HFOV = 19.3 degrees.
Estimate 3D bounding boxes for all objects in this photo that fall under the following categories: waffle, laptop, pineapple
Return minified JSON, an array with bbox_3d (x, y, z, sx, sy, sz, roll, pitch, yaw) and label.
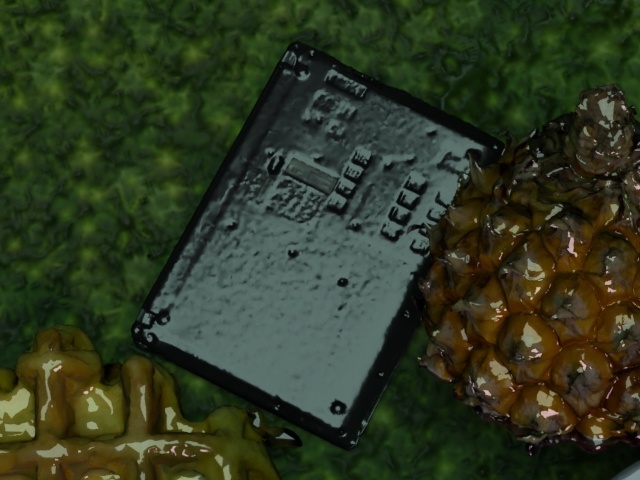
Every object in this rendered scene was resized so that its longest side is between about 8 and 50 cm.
[{"bbox_3d":[-0.116,0.201,0.878,0.329,0.062,0.329,-1,75,2],"label":"waffle"},{"bbox_3d":[0.000,0.000,0.949,0.129,0.016,0.180,26,79,9],"label":"laptop"},{"bbox_3d":[0.127,-0.008,0.850,0.176,0.137,0.161,-17,36,-23],"label":"pineapple"}]

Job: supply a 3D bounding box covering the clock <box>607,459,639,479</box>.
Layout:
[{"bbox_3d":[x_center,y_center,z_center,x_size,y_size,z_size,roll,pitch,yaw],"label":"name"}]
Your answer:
[{"bbox_3d":[0.196,0.259,0.833,0.338,0.102,0.338,0,76,1],"label":"clock"}]
